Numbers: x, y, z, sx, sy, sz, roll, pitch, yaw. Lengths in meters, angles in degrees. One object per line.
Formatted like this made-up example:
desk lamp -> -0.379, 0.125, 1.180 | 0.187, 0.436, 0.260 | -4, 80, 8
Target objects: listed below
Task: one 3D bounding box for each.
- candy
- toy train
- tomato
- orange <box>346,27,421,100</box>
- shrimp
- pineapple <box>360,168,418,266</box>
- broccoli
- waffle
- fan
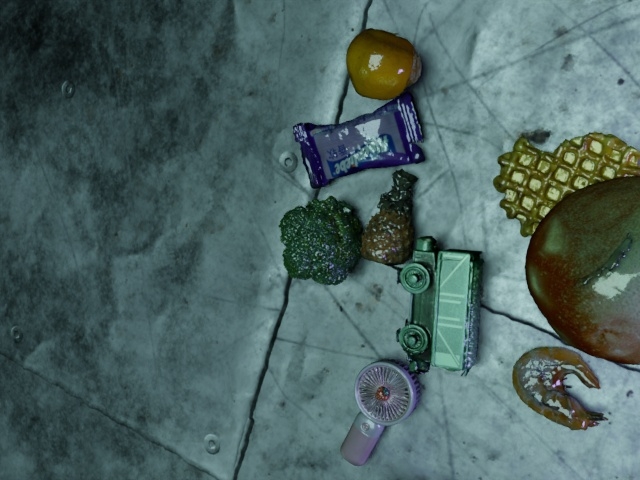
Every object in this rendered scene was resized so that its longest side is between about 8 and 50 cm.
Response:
candy -> 0.077, -0.201, 1.493 | 0.275, 0.070, 0.145 | -12, 93, 23
toy train -> 0.230, 0.127, 1.406 | 0.154, 0.115, 0.269 | 4, 94, 19
tomato -> 0.485, 0.056, 1.161 | 0.304, 0.239, 0.303 | 1, 110, 2
orange -> 0.121, -0.342, 1.422 | 0.156, 0.157, 0.134 | 41, 119, 20
shrimp -> 0.441, 0.270, 1.331 | 0.187, 0.052, 0.132 | 34, 107, 25
pineapple -> 0.144, -0.047, 1.449 | 0.108, 0.108, 0.197 | 13, 90, 26
broccoli -> 0.000, 0.000, 1.492 | 0.195, 0.156, 0.195 | -3, 100, -17
waffle -> 0.450, -0.100, 1.310 | 0.253, 0.056, 0.249 | -36, 78, 26
fan -> 0.112, 0.356, 1.493 | 0.130, 0.074, 0.244 | 31, 106, 23
